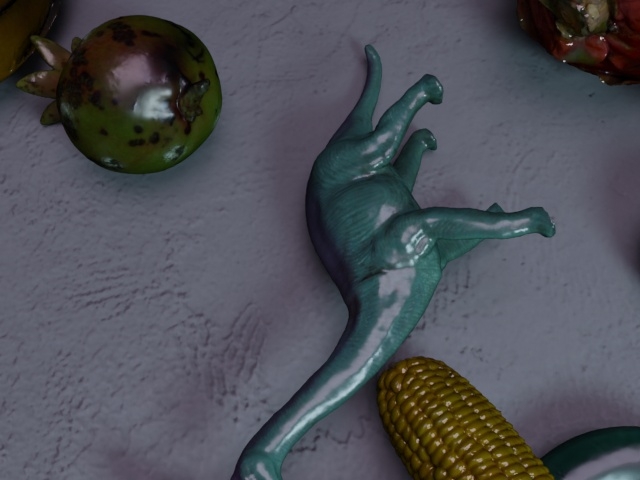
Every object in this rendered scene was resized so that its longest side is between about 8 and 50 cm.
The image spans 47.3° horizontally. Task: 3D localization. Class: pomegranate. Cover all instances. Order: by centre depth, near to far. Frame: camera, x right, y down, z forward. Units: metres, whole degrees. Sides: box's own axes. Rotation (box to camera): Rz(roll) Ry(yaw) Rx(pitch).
[{"bbox_3d":[-0.195,-0.152,0.699,0.220,0.156,0.156,29,69,14],"label":"pomegranate"}]

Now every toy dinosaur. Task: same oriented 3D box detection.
[{"bbox_3d":[0.000,0.000,0.667,0.330,0.129,0.383,-30,53,-5],"label":"toy dinosaur"}]

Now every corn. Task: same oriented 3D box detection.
[{"bbox_3d":[0.138,0.201,0.550,0.101,0.102,0.313,-20,44,-10],"label":"corn"}]

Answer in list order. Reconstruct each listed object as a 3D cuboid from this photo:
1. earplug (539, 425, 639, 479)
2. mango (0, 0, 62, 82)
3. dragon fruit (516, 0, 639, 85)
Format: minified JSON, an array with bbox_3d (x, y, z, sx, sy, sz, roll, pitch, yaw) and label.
[{"bbox_3d":[0.302,0.270,0.538,0.257,0.280,0.164,32,108,-17],"label":"earplug"},{"bbox_3d":[-0.354,-0.254,0.734,0.151,0.156,0.249,-4,59,38],"label":"mango"},{"bbox_3d":[0.348,-0.300,0.712,0.342,0.277,0.277,-32,72,-8],"label":"dragon fruit"}]
